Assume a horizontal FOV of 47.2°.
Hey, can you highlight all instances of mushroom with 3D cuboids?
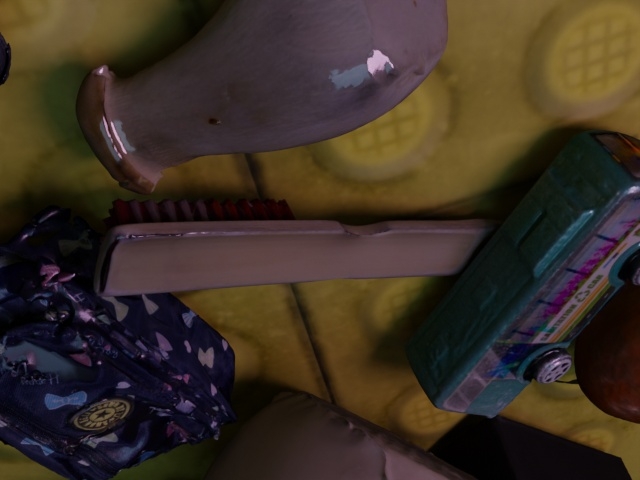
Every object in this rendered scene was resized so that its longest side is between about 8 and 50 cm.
[{"bbox_3d":[-0.032,-0.100,0.433,0.225,0.093,0.116,-27,117,21],"label":"mushroom"}]

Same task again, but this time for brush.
[{"bbox_3d":[0.000,0.000,0.525,0.321,0.050,0.060,-1,132,-33],"label":"brush"}]

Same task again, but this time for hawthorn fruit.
[{"bbox_3d":[0.300,0.112,0.653,0.149,0.149,0.189,0,128,-14],"label":"hawthorn fruit"}]

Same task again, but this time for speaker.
[{"bbox_3d":[0.204,0.346,0.797,0.232,0.184,0.254,24,123,-29],"label":"speaker"}]

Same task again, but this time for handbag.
[{"bbox_3d":[-0.176,0.095,0.537,0.162,0.113,0.260,-22,138,11],"label":"handbag"}]

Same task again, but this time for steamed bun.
[{"bbox_3d":[0.012,0.298,0.603,0.309,0.309,0.309,-7,130,-9],"label":"steamed bun"}]

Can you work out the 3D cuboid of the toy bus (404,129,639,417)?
[{"bbox_3d":[0.176,0.034,0.582,0.109,0.091,0.261,11,125,-33],"label":"toy bus"}]

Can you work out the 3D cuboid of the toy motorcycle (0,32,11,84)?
[{"bbox_3d":[-0.210,-0.169,0.286,0.207,0.134,0.401,16,130,-26],"label":"toy motorcycle"}]
